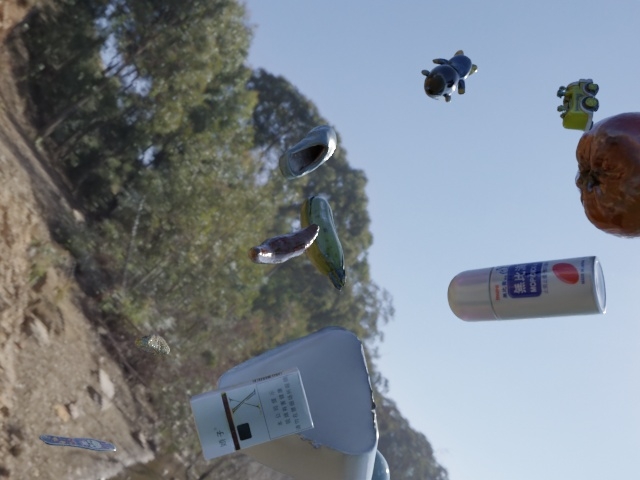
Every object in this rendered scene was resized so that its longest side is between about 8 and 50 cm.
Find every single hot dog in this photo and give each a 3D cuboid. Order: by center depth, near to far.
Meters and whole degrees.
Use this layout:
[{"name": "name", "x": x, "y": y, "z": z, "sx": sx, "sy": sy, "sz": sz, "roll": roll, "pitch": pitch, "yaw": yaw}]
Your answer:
[{"name": "hot dog", "x": -0.329, "y": 0.201, "z": 1.300, "sx": 0.030, "sy": 0.034, "sz": 0.090, "roll": -10, "pitch": -26, "yaw": 18}]

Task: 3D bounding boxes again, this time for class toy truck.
[{"name": "toy truck", "x": 0.516, "y": -0.276, "z": 1.337, "sx": 0.076, "sy": 0.111, "sz": 0.076, "roll": 5, "pitch": -30, "yaw": 12}]

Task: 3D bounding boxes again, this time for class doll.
[{"name": "doll", "x": 0.272, "y": -0.351, "z": 1.424, "sx": 0.102, "sy": 0.179, "sz": 0.089, "roll": 49, "pitch": -43, "yaw": 6}]

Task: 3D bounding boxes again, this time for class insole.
[{"name": "insole", "x": -0.605, "y": 0.506, "z": 1.657, "sx": 0.197, "sy": 0.004, "sz": 0.065, "roll": 21, "pitch": 0, "yaw": -36}]

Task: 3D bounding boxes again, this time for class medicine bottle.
[{"name": "medicine bottle", "x": 0.452, "y": 0.115, "z": 1.494, "sx": 0.340, "sy": 0.130, "sz": 0.130, "roll": -9, "pitch": -49, "yaw": 33}]

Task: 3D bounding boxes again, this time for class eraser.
[{"name": "eraser", "x": -0.009, "y": 0.315, "z": 1.331, "sx": 0.331, "sy": 0.331, "sz": 0.150, "roll": 35, "pitch": -43, "yaw": 36}]

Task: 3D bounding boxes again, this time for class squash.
[{"name": "squash", "x": 0.000, "y": 0.000, "z": 1.667, "sx": 0.341, "sy": 0.094, "sz": 0.094, "roll": -105, "pitch": 169, "yaw": -47}]

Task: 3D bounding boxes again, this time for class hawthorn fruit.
[{"name": "hawthorn fruit", "x": 0.705, "y": -0.151, "z": 1.483, "sx": 0.284, "sy": 0.284, "sz": 0.284, "roll": 42, "pitch": -15, "yaw": 14}]

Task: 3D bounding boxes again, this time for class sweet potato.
[{"name": "sweet potato", "x": -0.085, "y": 0.016, "z": 1.370, "sx": 0.078, "sy": 0.255, "sz": 0.058, "roll": -29, "pitch": -95, "yaw": 32}]

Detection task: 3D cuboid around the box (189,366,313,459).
[{"name": "box", "x": -0.095, "y": 0.237, "z": 0.915, "sx": 0.040, "sy": 0.154, "sz": 0.084, "roll": -170, "pitch": -115, "yaw": -81}]

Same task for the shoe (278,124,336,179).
[{"name": "shoe", "x": -0.009, "y": -0.193, "z": 1.445, "sx": 0.078, "sy": 0.195, "sz": 0.079, "roll": 4, "pitch": -59, "yaw": 41}]

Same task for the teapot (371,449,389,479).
[{"name": "teapot", "x": 0.060, "y": 0.544, "z": 1.510, "sx": 0.294, "sy": 0.193, "sz": 0.130, "roll": -138, "pitch": -131, "yaw": -72}]
